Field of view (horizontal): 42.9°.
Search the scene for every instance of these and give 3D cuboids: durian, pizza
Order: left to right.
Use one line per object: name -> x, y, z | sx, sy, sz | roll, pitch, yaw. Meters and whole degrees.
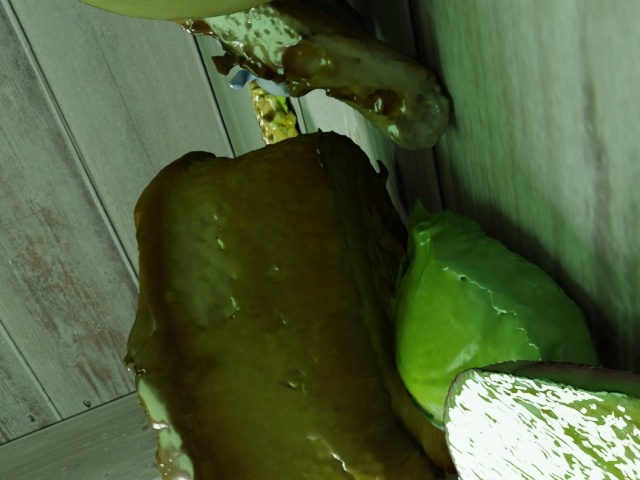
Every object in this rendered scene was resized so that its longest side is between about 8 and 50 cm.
pizza -> -0.059, -0.176, 0.643 | 0.365, 0.074, 0.182 | 32, -160, 13
durian -> 0.113, 0.062, 0.574 | 0.250, 0.101, 0.139 | -129, 52, -65

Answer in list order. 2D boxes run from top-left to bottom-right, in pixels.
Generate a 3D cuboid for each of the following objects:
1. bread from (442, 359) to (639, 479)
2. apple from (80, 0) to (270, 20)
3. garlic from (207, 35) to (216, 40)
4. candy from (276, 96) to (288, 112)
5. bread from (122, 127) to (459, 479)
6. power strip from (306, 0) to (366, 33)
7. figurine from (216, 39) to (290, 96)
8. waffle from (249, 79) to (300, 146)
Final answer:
bread -> 0.159, 0.149, 0.421 | 0.228, 0.033, 0.228 | 38, 147, 31
apple -> -0.086, -0.279, 0.455 | 0.254, 0.292, 0.292 | -111, 5, -45
garlic -> -0.152, -0.393, 1.323 | 0.198, 0.090, 0.129 | -135, 37, -84
candy -> -0.078, -0.284, 1.126 | 0.246, 0.069, 0.149 | 90, 161, -68
bread -> -0.012, 0.099, 0.746 | 0.398, 0.215, 0.398 | -21, -90, -74
power strip -> -0.053, -0.234, 0.741 | 0.227, 0.080, 0.029 | 42, -148, -4
figurine -> -0.050, -0.238, 0.846 | 0.208, 0.128, 0.184 | 90, 162, -49
waffle -> -0.072, -0.189, 1.411 | 0.160, 0.055, 0.211 | -120, 12, -56
